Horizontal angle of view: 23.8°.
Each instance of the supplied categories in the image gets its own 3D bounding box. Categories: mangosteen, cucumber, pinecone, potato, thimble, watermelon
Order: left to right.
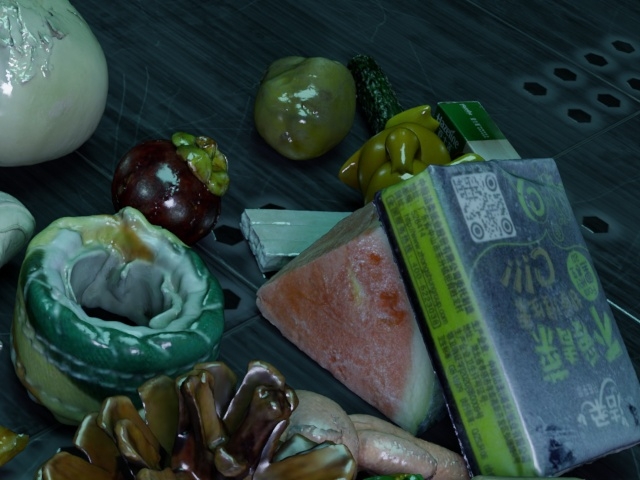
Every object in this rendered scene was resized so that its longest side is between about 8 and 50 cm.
[{"bbox_3d":[-0.249,0.096,1.860,0.254,0.167,0.288,6,37,-15],"label":"thimble"},{"bbox_3d":[-0.200,-0.076,2.101,0.166,0.180,0.166,41,23,-21],"label":"mangosteen"},{"bbox_3d":[-0.117,0.284,1.495,0.384,0.384,0.384,10,36,-7],"label":"pinecone"},{"bbox_3d":[-0.024,-0.213,2.390,0.154,0.137,0.200,-9,31,19],"label":"potato"},{"bbox_3d":[0.079,0.092,1.974,0.292,0.283,0.250,-21,28,-5],"label":"watermelon"},{"bbox_3d":[0.106,-0.203,2.478,0.067,0.068,0.294,1,39,-19],"label":"cucumber"}]

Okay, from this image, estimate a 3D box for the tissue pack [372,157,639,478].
[{"bbox_3d":[0.246,0.096,1.870,0.288,0.124,0.394,-7,74,-49],"label":"tissue pack"}]

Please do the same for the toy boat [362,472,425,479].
[{"bbox_3d":[0.056,0.310,1.650,0.089,0.229,0.088,46,35,9],"label":"toy boat"}]

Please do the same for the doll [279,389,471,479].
[{"bbox_3d":[0.048,0.278,1.781,0.303,0.156,0.201,20,-10,-25],"label":"doll"}]

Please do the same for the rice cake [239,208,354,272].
[{"bbox_3d":[0.000,0.000,2.188,0.211,0.038,0.124,-2,39,-23],"label":"rice cake"}]

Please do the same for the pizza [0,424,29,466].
[{"bbox_3d":[-0.429,0.226,1.701,0.178,0.041,0.131,-19,50,-37],"label":"pizza"}]

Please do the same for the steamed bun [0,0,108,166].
[{"bbox_3d":[-0.460,-0.271,2.185,0.333,0.233,0.312,34,26,15],"label":"steamed bun"}]

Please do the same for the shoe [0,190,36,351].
[{"bbox_3d":[-0.456,0.071,1.870,0.210,0.132,0.342,41,41,18],"label":"shoe"}]

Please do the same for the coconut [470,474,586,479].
[{"bbox_3d":[0.220,0.359,1.597,0.259,0.259,0.259,10,36,-7],"label":"coconut"}]

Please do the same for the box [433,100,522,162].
[{"bbox_3d":[0.235,-0.107,2.333,0.081,0.135,0.199,-6,40,-25],"label":"box"}]

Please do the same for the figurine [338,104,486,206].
[{"bbox_3d":[0.131,-0.084,2.222,0.215,0.215,0.228,-5,21,-25],"label":"figurine"}]
